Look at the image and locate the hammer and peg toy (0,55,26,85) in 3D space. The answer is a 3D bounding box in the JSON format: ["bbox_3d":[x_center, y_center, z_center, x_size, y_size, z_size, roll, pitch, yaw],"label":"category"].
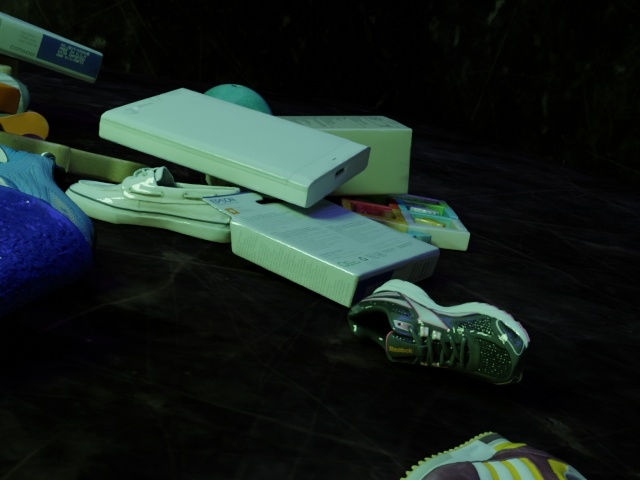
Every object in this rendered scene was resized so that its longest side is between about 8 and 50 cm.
[{"bbox_3d":[-0.700,-0.276,1.442,0.361,0.127,0.266,7,14,-17],"label":"hammer and peg toy"}]

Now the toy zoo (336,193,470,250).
[{"bbox_3d":[0.124,-0.038,1.324,0.192,0.030,0.293,10,14,-2],"label":"toy zoo"}]

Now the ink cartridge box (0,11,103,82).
[{"bbox_3d":[-0.617,-0.388,1.504,0.330,0.071,0.324,25,9,35],"label":"ink cartridge box"}]

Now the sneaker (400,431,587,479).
[{"bbox_3d":[0.098,0.154,0.453,0.084,0.069,0.185,13,14,31],"label":"sneaker"}]

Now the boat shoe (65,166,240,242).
[{"bbox_3d":[-0.206,-0.058,1.056,0.226,0.075,0.083,11,13,1],"label":"boat shoe"}]

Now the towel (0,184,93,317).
[{"bbox_3d":[-0.333,0.017,0.557,0.228,0.076,0.308,15,24,19],"label":"towel"}]

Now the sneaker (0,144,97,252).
[{"bbox_3d":[-0.346,-0.043,0.838,0.330,0.129,0.147,30,15,33],"label":"sneaker"}]

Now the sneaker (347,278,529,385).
[{"bbox_3d":[0.097,0.091,0.746,0.077,0.072,0.178,-19,22,-41],"label":"sneaker"}]

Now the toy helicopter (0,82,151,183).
[{"bbox_3d":[-0.388,-0.115,1.122,0.235,0.140,0.355,11,0,41],"label":"toy helicopter"}]

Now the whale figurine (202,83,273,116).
[{"bbox_3d":[-0.189,-0.228,1.617,0.216,0.141,0.272,15,15,14],"label":"whale figurine"}]

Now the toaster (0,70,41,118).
[{"bbox_3d":[-0.531,-0.189,1.235,0.227,0.129,0.146,25,23,39],"label":"toaster"}]

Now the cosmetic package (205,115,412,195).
[{"bbox_3d":[-0.025,-0.139,1.356,0.310,0.113,0.160,-1,16,-13],"label":"cosmetic package"}]

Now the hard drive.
[{"bbox_3d":[-0.111,-0.133,1.136,0.308,0.040,0.203,20,27,19],"label":"hard drive"}]

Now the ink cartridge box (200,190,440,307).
[{"bbox_3d":[0.000,0.000,1.007,0.224,0.045,0.223,26,20,26],"label":"ink cartridge box"}]
